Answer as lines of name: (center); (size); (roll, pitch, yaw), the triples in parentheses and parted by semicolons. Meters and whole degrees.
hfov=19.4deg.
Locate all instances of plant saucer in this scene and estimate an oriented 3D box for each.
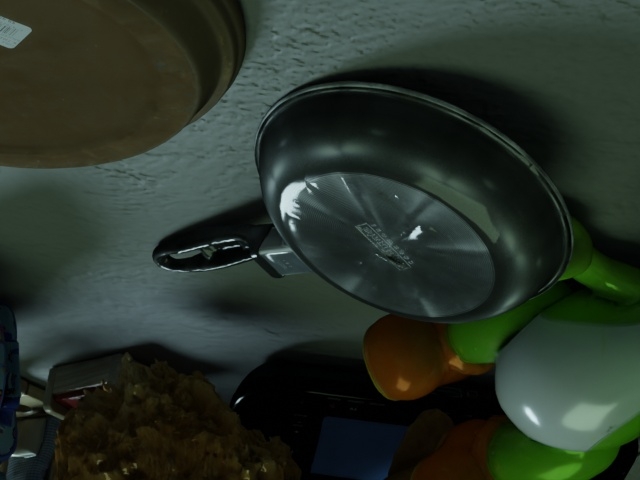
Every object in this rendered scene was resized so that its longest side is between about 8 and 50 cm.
plant saucer: (-0.179, -0.109, 0.993); (0.277, 0.041, 0.278); (6, 154, 3)

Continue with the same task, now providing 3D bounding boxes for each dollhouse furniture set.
dollhouse furniture set: (-0.225, 0.165, 1.477); (0.183, 0.129, 0.129); (-15, 148, 38)

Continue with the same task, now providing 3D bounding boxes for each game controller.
game controller: (0.084, 0.160, 1.475); (0.319, 0.067, 0.166); (7, 155, -4)

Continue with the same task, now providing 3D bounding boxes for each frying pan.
frying pan: (-0.008, -0.019, 1.116); (0.326, 0.053, 0.197); (4, 142, 29)

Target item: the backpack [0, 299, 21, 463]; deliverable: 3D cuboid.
backpack: (-0.271, 0.097, 1.328); (0.117, 0.158, 0.173); (10, 144, -28)

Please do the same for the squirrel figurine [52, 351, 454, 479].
squirrel figurine: (-0.045, 0.266, 1.369); (0.370, 0.281, 0.397); (-30, 129, 22)

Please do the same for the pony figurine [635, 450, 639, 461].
pony figurine: (0.396, 0.260, 1.370); (0.351, 0.363, 0.303); (22, 162, 2)

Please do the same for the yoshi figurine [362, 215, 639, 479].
yoshi figurine: (0.190, 0.085, 1.152); (0.362, 0.203, 0.203); (-18, 139, 36)
